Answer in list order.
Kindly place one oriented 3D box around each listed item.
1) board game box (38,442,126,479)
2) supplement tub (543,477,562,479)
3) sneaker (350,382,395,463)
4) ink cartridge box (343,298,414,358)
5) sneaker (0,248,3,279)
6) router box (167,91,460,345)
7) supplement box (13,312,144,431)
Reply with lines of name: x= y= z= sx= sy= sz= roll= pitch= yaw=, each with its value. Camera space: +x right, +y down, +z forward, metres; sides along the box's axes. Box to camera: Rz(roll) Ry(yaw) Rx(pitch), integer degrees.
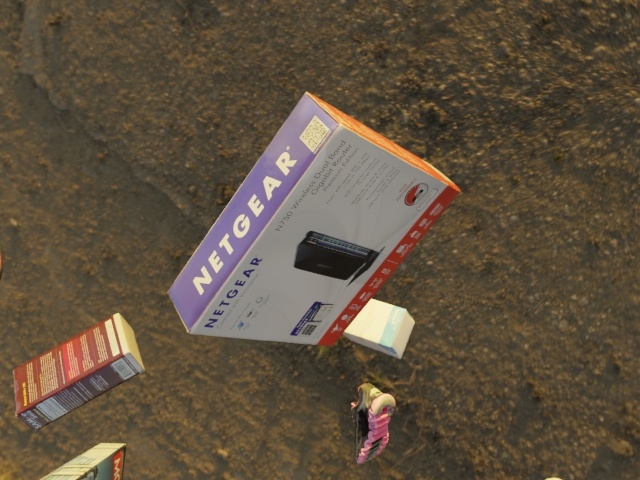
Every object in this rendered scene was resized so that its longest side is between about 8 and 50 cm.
board game box: x=-0.199 y=0.257 z=0.419 sx=0.060 sy=0.194 sz=0.194 roll=6 pitch=86 yaw=3
supplement tub: x=0.270 y=0.428 z=0.782 sx=0.200 sy=0.144 sz=0.144 roll=-23 pitch=90 yaw=3
sneaker: x=0.061 y=0.243 z=0.768 sx=0.057 sy=0.047 sz=0.119 roll=33 pitch=120 yaw=41
ink cartridge box: x=0.114 y=0.182 z=1.239 sx=0.143 sy=0.092 sz=0.089 roll=16 pitch=72 yaw=28
sneaker: x=-0.675 y=-0.017 z=0.999 sx=0.116 sy=0.136 sz=0.313 roll=-8 pitch=117 yaw=4
router box: x=0.000 y=0.000 z=0.816 sx=0.335 sy=0.301 sz=0.082 roll=-53 pitch=52 yaw=18
supplement box: x=-0.496 y=0.266 z=1.174 sx=0.130 sy=0.240 sz=0.073 roll=52 pitch=166 yaw=47
